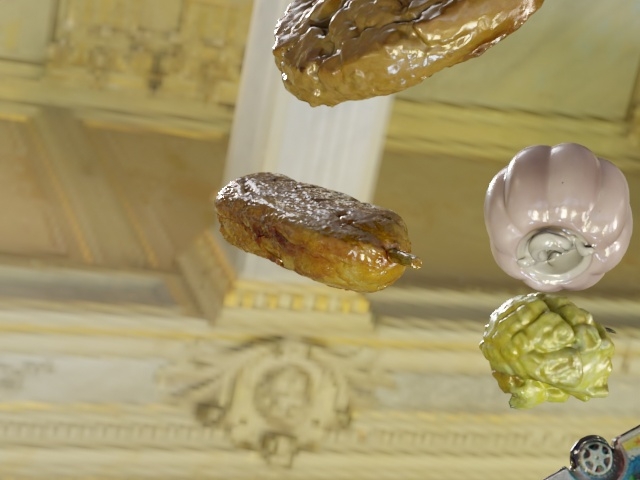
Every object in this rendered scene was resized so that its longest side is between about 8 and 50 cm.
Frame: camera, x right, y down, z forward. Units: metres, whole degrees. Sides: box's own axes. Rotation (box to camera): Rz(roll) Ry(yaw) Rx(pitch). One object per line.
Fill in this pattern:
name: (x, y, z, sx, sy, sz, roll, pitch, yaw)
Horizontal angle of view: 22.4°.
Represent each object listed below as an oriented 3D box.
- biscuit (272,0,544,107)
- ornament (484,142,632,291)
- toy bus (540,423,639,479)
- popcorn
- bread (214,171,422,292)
biscuit: (0.081, -0.221, 1.415, 0.296, 0.075, 0.296, -27, -154, 14)
ornament: (0.279, -0.022, 1.898, 0.177, 0.178, 0.177, 10, -159, -4)
toy bus: (0.363, 0.240, 1.655, 0.317, 0.112, 0.138, -27, -116, -12)
popcorn: (0.291, 0.136, 2.012, 0.173, 0.173, 0.142, 16, -125, 13)
bread: (0.000, -0.002, 1.564, 0.124, 0.084, 0.344, -11, -164, -26)
